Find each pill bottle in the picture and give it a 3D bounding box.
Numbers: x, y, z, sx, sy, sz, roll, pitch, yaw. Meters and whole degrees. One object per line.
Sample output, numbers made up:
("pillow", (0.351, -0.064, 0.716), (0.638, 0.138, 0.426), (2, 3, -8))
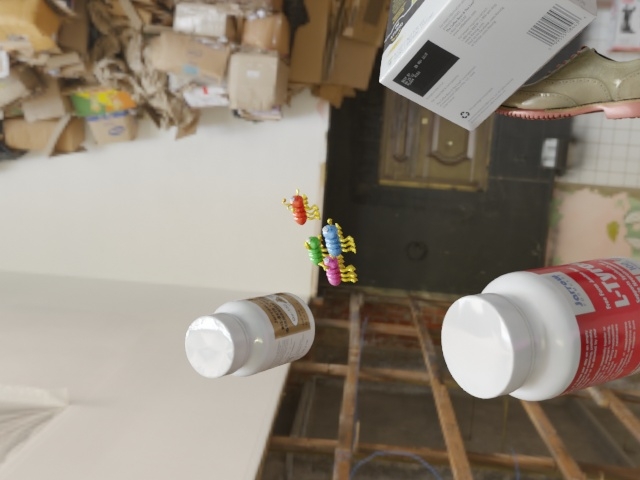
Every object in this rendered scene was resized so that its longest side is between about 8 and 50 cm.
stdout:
("pill bottle", (0.428, 0.159, 1.367), (0.407, 0.229, 0.229), (-6, -167, -32))
("pill bottle", (-0.120, 0.164, 1.307), (0.131, 0.131, 0.229), (9, -172, 30))

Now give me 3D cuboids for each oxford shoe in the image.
("oxford shoe", (0.464, -0.289, 1.390), (0.348, 0.130, 0.123), (3, -166, 27))

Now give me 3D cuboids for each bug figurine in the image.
("bug figurine", (0.000, 0.000, 1.875), (0.072, 0.216, 0.279), (-26, -147, -15))

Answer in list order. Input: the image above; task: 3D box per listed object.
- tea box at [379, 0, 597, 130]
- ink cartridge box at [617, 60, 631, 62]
("tea box", (0.292, -0.441, 1.361), (0.219, 0.324, 0.329), (23, 143, -19))
("ink cartridge box", (0.722, -0.338, 1.654), (0.234, 0.088, 0.193), (11, -172, 42))
